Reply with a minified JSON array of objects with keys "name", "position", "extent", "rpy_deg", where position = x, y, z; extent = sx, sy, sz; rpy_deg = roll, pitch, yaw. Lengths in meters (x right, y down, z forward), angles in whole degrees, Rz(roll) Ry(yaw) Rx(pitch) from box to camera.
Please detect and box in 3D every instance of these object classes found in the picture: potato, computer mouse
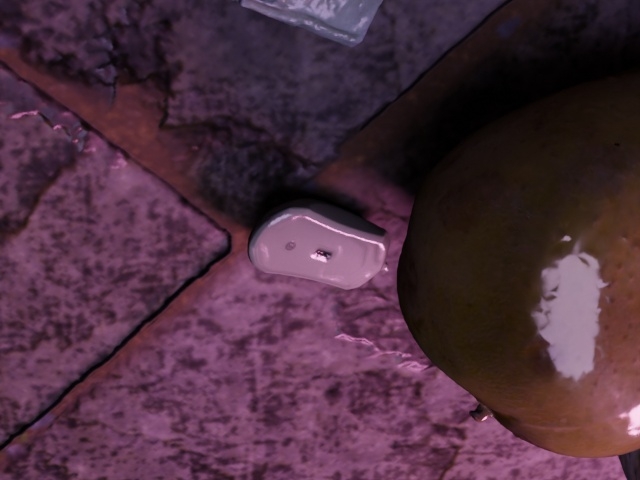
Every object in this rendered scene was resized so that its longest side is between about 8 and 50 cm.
[{"name":"potato","position":[0.219,0.001,0.819],"extent":[0.351,0.202,0.218],"rpy_deg":[-17,89,-5]},{"name":"computer mouse","position":[0.000,0.000,0.879],"extent":[0.110,0.032,0.056],"rpy_deg":[17,123,-34]}]

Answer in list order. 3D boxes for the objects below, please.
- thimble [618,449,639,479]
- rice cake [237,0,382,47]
[{"name":"thimble","position":[0.310,0.123,0.957],"extent":[0.185,0.149,0.211],"rpy_deg":[11,124,-16]},{"name":"rice cake","position":[0.036,-0.210,0.723],"extent":[0.085,0.040,0.226],"rpy_deg":[19,121,-23]}]
